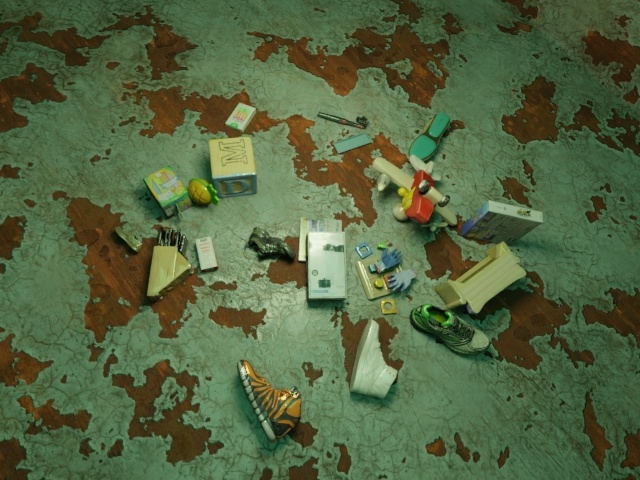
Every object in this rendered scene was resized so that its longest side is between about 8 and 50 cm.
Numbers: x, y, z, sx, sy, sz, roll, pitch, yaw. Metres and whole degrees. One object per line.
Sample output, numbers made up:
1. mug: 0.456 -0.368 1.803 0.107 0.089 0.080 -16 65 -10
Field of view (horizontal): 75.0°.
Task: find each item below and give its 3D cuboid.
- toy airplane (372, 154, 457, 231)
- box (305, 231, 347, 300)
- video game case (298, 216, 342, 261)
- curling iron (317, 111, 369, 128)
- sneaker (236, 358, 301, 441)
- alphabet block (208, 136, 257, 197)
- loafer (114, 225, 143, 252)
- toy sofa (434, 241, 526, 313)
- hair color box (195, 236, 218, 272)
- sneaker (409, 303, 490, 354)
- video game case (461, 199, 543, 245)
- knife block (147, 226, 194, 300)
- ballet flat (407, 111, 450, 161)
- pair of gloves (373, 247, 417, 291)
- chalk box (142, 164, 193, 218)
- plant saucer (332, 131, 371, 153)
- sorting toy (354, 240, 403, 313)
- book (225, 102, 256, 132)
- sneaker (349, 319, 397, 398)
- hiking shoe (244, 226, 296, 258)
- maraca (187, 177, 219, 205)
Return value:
1. toy airplane: 0.435 -0.214 1.931 0.384 0.272 0.386 -2 51 -49
2. box: 0.022 0.109 1.793 0.169 0.087 0.290 2 75 -7
3. video game case: 0.000 0.000 1.890 0.193 0.023 0.213 4 68 -6
4. curling iron: 0.116 -0.626 2.153 0.273 0.035 0.068 8 63 -5
5. sneaker: -0.186 0.575 1.592 0.180 0.124 0.321 -26 84 -20
6. alphabet block: -0.394 -0.328 1.885 0.193 0.192 0.197 -7 70 -12
7. loafer: -0.814 -0.010 1.777 0.148 0.056 0.050 46 69 1
8. toy sofa: 0.705 0.177 1.839 0.362 0.150 0.177 -32 80 -18
9. hair color box: -0.489 0.060 1.793 0.071 0.043 0.141 -12 71 -12
10. sneaker: 0.548 0.373 1.741 0.343 0.146 0.134 23 67 2
11. video game case: 0.811 -0.074 1.889 0.244 0.269 0.061 11 66 -3
12. knife block: -0.659 0.079 1.740 0.242 0.088 0.275 43 70 11
13. ballet flat: 0.541 -0.501 2.115 0.123 0.123 0.349 34 71 7
14. pair of gloves: 0.326 0.127 1.837 0.159 0.023 0.198 -28 74 -26
15. chalk box: -0.653 -0.194 1.828 0.132 0.132 0.213 -34 77 -18
16. plant saucer: 0.159 -0.493 2.114 0.191 0.018 0.067 -22 72 -14
17. sorting toy: 0.274 0.152 1.849 0.195 0.047 0.348 -15 71 -13
18. book: -0.399 -0.616 2.089 0.096 0.035 0.144 23 68 7
19. sneaker: 0.233 0.482 1.686 0.169 0.108 0.293 16 77 -2
20. hiking shoe: -0.217 0.039 1.826 0.226 0.086 0.114 29 81 11
21. maraca: -0.515 -0.213 1.843 0.185 0.127 0.099 18 47 32
